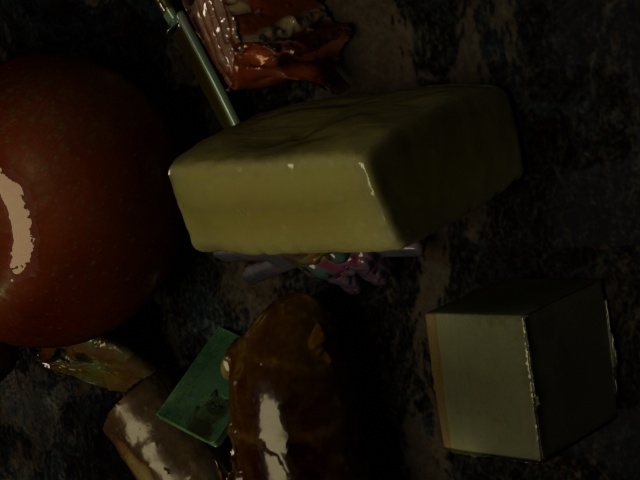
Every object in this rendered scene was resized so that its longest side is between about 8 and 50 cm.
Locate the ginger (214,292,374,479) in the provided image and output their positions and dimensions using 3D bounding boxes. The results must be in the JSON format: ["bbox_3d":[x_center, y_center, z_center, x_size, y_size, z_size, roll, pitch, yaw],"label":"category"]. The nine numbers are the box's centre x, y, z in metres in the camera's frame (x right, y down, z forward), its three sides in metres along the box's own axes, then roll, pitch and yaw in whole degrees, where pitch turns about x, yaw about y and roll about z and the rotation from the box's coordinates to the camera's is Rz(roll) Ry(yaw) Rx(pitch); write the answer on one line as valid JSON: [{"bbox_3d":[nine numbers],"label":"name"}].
[{"bbox_3d":[-0.051,0.270,1.601,0.254,0.176,0.418,-6,98,6],"label":"ginger"}]

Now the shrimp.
[{"bbox_3d":[-0.314,0.150,1.878,0.267,0.145,0.061,3,64,55],"label":"shrimp"}]

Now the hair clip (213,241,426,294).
[{"bbox_3d":[-0.008,0.012,1.577,0.278,0.137,0.090,9,66,46],"label":"hair clip"}]

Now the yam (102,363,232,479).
[{"bbox_3d":[-0.164,0.283,1.777,0.238,0.129,0.128,53,144,11],"label":"yam"}]

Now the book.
[{"bbox_3d":[-0.121,0.175,1.714,0.103,0.135,0.017,21,156,35],"label":"book"}]

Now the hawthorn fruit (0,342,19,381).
[{"bbox_3d":[-0.554,0.088,1.924,0.268,0.301,0.267,-8,75,32],"label":"hawthorn fruit"}]

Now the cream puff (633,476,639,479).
[{"bbox_3d":[0.291,0.397,1.312,0.378,0.378,0.275,65,162,4],"label":"cream puff"}]

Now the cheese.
[{"bbox_3d":[0.027,-0.073,1.421,0.265,0.242,0.124,-2,112,41],"label":"cheese"}]

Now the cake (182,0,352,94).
[{"bbox_3d":[-0.090,-0.248,1.563,0.287,0.135,0.098,42,143,35],"label":"cake"}]

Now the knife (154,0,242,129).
[{"bbox_3d":[-0.164,-0.243,1.662,0.343,0.027,0.061,61,164,7],"label":"knife"}]

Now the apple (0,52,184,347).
[{"bbox_3d":[-0.327,-0.046,1.709,0.348,0.277,0.348,15,113,37],"label":"apple"}]

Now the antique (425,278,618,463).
[{"bbox_3d":[0.194,0.125,1.408,0.148,0.147,0.152,1,103,42],"label":"antique"}]
